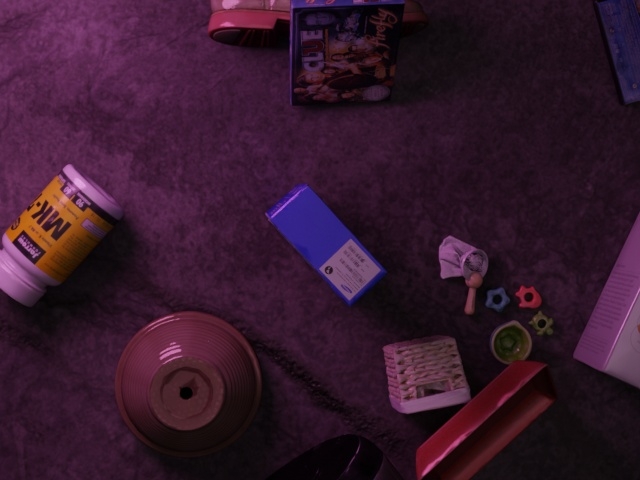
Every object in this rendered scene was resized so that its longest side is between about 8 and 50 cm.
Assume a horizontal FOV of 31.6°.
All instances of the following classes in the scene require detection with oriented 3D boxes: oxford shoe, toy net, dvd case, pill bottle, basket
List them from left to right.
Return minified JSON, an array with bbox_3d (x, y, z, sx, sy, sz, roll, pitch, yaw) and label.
[{"bbox_3d":[-0.415,-0.005,1.756,0.119,0.119,0.208,42,89,-4],"label":"pill bottle"},{"bbox_3d":[-0.001,-0.378,1.773,0.348,0.123,0.130,0,81,-8],"label":"oxford shoe"},{"bbox_3d":[0.164,0.208,1.782,0.113,0.167,0.103,-10,88,-3],"label":"basket"},{"bbox_3d":[0.284,0.084,1.844,0.122,0.045,0.232,-34,94,-2],"label":"toy net"},{"bbox_3d":[0.590,-0.343,1.862,0.253,0.022,0.180,-16,92,-3],"label":"dvd case"}]

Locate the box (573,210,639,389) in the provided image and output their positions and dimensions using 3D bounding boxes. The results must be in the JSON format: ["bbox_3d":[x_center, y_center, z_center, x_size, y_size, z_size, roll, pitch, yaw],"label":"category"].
[{"bbox_3d":[0.587,0.085,1.804,0.215,0.168,0.345,25,91,-4],"label":"box"}]

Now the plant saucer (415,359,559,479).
[{"bbox_3d":[0.255,0.291,1.767,0.258,0.259,0.048,-42,65,-1],"label":"plant saucer"}]

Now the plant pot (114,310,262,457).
[{"bbox_3d":[-0.210,0.233,1.784,0.237,0.110,0.237,0,93,-3],"label":"plant pot"}]

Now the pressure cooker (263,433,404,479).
[{"bbox_3d":[0.052,0.547,1.689,0.420,0.370,0.375,54,44,-4],"label":"pressure cooker"}]

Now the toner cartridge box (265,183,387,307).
[{"bbox_3d":[0.000,0.000,1.670,0.075,0.348,0.165,-41,94,-1],"label":"toner cartridge box"}]

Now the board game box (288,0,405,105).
[{"bbox_3d":[0.035,-0.294,1.721,0.165,0.243,0.042,-3,62,-3],"label":"board game box"}]
